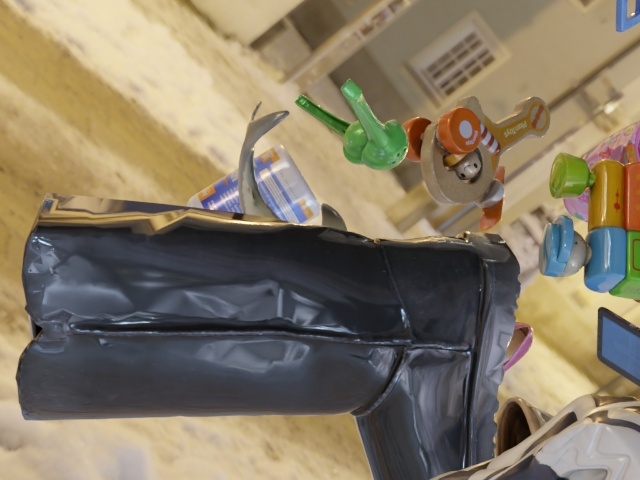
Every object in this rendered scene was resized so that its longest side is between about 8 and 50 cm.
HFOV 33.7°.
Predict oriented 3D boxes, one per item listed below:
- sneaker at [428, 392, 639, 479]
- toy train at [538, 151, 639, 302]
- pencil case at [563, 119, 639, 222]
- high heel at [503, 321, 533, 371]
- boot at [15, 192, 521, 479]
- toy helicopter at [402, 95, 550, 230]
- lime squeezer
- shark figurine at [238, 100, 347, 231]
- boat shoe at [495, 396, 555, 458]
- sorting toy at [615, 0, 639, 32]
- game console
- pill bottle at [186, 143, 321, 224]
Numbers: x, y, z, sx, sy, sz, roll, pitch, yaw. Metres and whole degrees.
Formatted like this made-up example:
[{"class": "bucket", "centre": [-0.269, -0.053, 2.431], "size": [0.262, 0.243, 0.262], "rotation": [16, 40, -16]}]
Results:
[{"class": "sneaker", "centre": [0.164, 0.177, 0.753], "size": [0.153, 0.235, 0.094], "rotation": [-7, 60, -49]}, {"class": "toy train", "centre": [0.297, -0.062, 1.067], "size": [0.105, 0.143, 0.248], "rotation": [112, -13, -67]}, {"class": "pencil case", "centre": [0.449, -0.097, 1.519], "size": [0.124, 0.124, 0.284], "rotation": [53, -11, 4]}, {"class": "high heel", "centre": [0.243, 0.219, 1.701], "size": [0.082, 0.244, 0.117], "rotation": [55, -14, 15]}, {"class": "boot", "centre": [-0.059, 0.153, 0.999], "size": [0.445, 0.367, 0.146], "rotation": [3, 10, -17]}, {"class": "toy helicopter", "centre": [0.326, -0.169, 1.999], "size": [0.140, 0.355, 0.235], "rotation": [-8, -72, 53]}, {"class": "lime squeezer", "centre": [0.034, -0.117, 1.131], "size": [0.110, 0.059, 0.310], "rotation": [25, 1, -11]}, {"class": "shark figurine", "centre": [-0.028, -0.007, 1.156], "size": [0.278, 0.166, 0.116], "rotation": [49, 3, 1]}, {"class": "boat shoe", "centre": [0.248, 0.324, 1.285], "size": [0.110, 0.121, 0.341], "rotation": [39, 27, -10]}, {"class": "sorting toy", "centre": [0.557, -0.389, 1.562], "size": [0.347, 0.196, 0.047], "rotation": [-17, 30, -40]}, {"class": "game console", "centre": [0.408, 0.178, 1.414], "size": [0.144, 0.085, 0.124], "rotation": [71, 29, -51]}, {"class": "pill bottle", "centre": [-0.147, -0.044, 1.912], "size": [0.152, 0.272, 0.152], "rotation": [59, 0, 0]}]
